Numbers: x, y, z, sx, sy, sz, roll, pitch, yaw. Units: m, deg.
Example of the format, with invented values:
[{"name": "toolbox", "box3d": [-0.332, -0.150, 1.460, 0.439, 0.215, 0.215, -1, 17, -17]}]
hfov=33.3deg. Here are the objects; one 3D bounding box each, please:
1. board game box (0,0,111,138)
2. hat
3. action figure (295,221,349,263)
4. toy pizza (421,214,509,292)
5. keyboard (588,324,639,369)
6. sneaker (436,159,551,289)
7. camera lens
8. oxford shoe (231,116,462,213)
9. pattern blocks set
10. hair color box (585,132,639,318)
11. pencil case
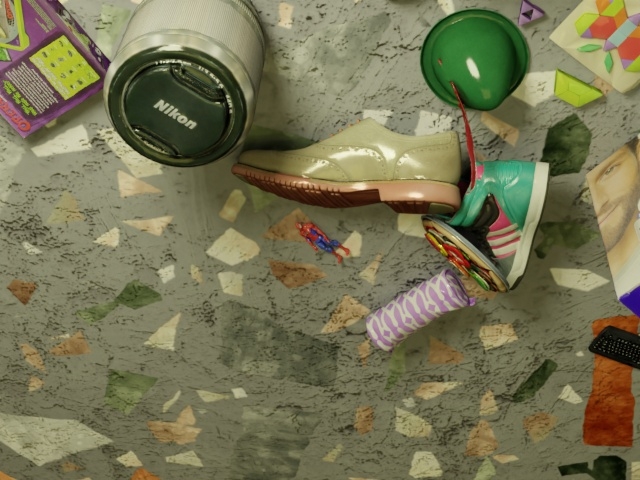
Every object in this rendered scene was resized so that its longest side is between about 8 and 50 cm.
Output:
[{"name": "board game box", "box3d": [-0.514, -0.344, 1.714, 0.208, 0.056, 0.347, -29, 120, 17]}, {"name": "hat", "box3d": [0.251, -0.231, 1.668, 0.173, 0.183, 0.208, -25, 122, 20]}, {"name": "action figure", "box3d": [0.000, 0.000, 1.954, 0.115, 0.030, 0.038, 35, 126, -19]}, {"name": "toy pizza", "box3d": [0.246, 0.030, 1.866, 0.032, 0.201, 0.201, -48, 116, -4]}, {"name": "keyboard", "box3d": [0.626, 0.218, 2.077, 0.192, 0.038, 0.100, 18, 125, -11]}, {"name": "sneaker", "box3d": [0.285, -0.032, 1.858, 0.178, 0.124, 0.295, 12, 138, 7]}, {"name": "camera lens", "box3d": [-0.198, -0.259, 1.616, 0.219, 0.274, 0.219, 2, 127, 2]}, {"name": "oxford shoe", "box3d": [0.046, -0.133, 1.812, 0.397, 0.146, 0.140, 6, 172, 11]}, {"name": "pattern blocks set", "box3d": [0.468, -0.329, 1.682, 0.325, 0.026, 0.285, 18, 126, -11]}, {"name": "hair color box", "box3d": [0.545, -0.038, 1.700, 0.110, 0.339, 0.185, 38, 120, -21]}, {"name": "pencil case", "box3d": [0.181, 0.136, 2.007, 0.206, 0.086, 0.088, -34, 103, 26]}]
